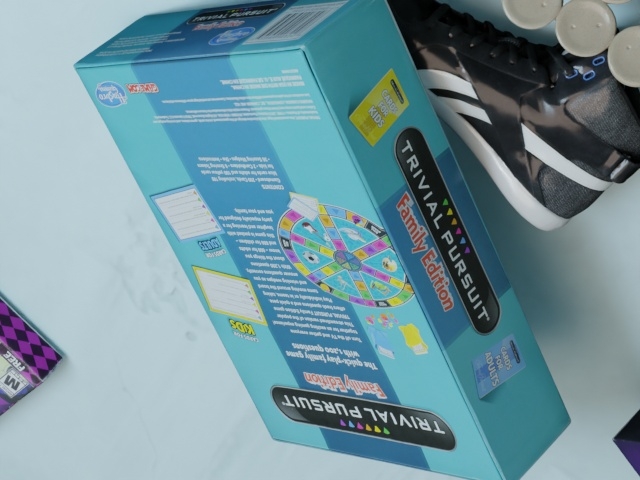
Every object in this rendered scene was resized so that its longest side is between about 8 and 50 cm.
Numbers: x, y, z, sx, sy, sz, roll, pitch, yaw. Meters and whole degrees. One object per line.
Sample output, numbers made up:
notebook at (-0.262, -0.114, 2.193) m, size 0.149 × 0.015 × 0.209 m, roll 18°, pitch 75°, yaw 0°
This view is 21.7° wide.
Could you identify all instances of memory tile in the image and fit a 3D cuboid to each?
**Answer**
memory tile at (0.196, -0.152, 1.009) m, size 0.148 × 0.012 × 0.113 m, roll 30°, pitch 99°, yaw 5°

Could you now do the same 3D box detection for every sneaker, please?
sneaker at (0.125, -0.120, 1.067) m, size 0.121 × 0.079 × 0.217 m, roll -38°, pitch 102°, yaw 28°

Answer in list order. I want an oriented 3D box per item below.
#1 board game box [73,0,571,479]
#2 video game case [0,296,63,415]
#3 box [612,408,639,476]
board game box at (0.000, 0.000, 1.144) m, size 0.254 × 0.079 × 0.336 m, roll 4°, pitch 127°, yaw 50°
video game case at (-0.366, 0.076, 1.445) m, size 0.232 × 0.042 × 0.210 m, roll 46°, pitch 130°, yaw -10°
box at (0.338, 0.173, 1.066) m, size 0.184 × 0.103 × 0.261 m, roll 50°, pitch 160°, yaw -15°
